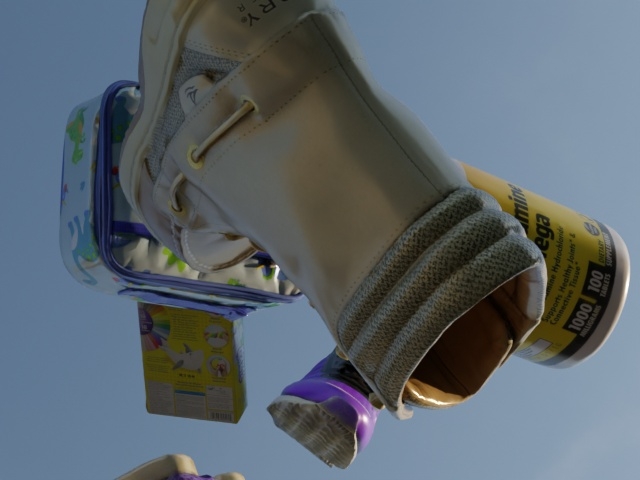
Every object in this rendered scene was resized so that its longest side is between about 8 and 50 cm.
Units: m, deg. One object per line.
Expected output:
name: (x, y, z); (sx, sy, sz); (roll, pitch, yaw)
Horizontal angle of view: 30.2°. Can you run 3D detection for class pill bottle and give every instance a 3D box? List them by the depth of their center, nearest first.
pill bottle: (0.171, 0.015, 1.366); (0.334, 0.188, 0.187); (21, -79, -20)

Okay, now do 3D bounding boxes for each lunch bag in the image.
lunch bag: (-0.105, -0.028, 0.992); (0.219, 0.090, 0.176); (13, -110, -38)

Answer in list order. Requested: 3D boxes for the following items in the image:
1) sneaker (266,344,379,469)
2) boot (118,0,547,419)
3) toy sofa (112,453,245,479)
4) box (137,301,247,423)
sneaker: (0.025, 0.160, 1.280); (0.102, 0.293, 0.146); (39, -101, 3)
boot: (0.000, 0.000, 0.557); (0.095, 0.262, 0.203); (-31, -107, -24)
toy sofa: (-0.184, 0.272, 0.679); (0.363, 0.150, 0.177); (-23, -28, -2)
box: (-0.134, 0.099, 1.229); (0.105, 0.043, 0.179); (5, -64, 13)
